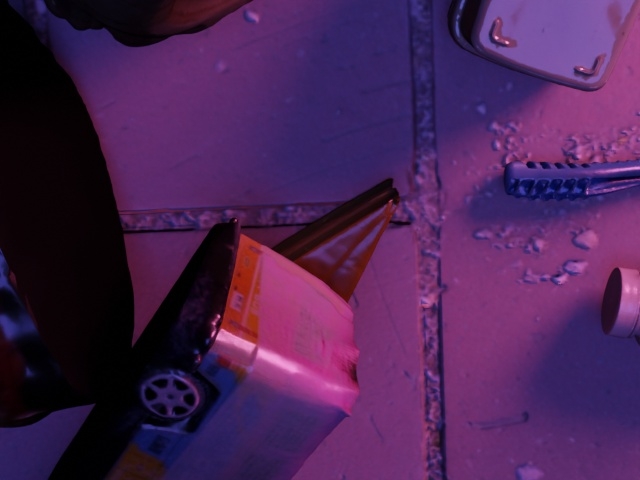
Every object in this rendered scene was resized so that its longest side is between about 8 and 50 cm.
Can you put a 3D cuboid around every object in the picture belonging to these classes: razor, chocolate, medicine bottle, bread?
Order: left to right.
[{"bbox_3d":[-0.304,-0.008,1.083,0.210,0.225,0.340,-16,87,14],"label":"chocolate"},{"bbox_3d":[0.003,-0.004,1.165,0.084,0.074,0.139,25,108,-9],"label":"bread"},{"bbox_3d":[0.288,-0.052,1.164,0.253,0.042,0.082,0,148,3],"label":"razor"},{"bbox_3d":[0.326,0.065,1.178,0.140,0.079,0.079,10,107,-2],"label":"medicine bottle"}]

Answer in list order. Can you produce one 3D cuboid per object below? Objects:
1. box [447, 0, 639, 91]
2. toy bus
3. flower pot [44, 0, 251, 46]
[{"bbox_3d":[0.197,-0.230,1.062,0.148,0.129,0.210,18,106,-6],"label":"box"},{"bbox_3d":[-0.118,0.182,1.141,0.162,0.171,0.386,30,122,-11],"label":"toy bus"},{"bbox_3d":[-0.102,-0.288,0.978,0.302,0.302,0.213,-33,89,11],"label":"flower pot"}]
